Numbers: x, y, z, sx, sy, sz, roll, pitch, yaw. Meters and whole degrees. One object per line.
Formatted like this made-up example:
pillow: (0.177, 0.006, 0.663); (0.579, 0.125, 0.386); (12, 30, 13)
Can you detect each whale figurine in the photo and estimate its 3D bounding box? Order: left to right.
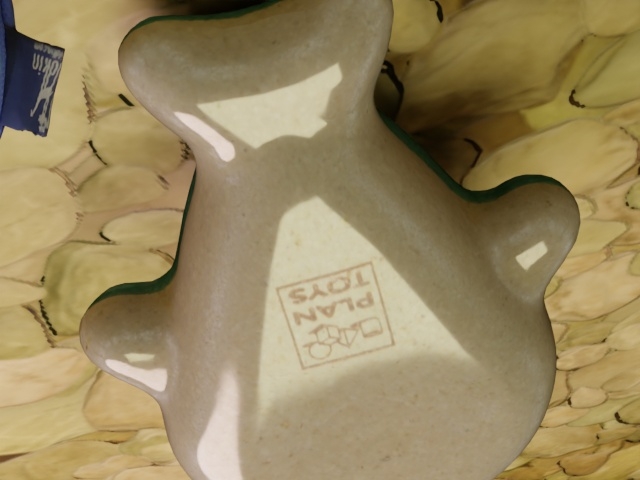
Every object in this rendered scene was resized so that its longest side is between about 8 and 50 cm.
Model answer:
whale figurine: (0.000, 0.000, 0.606); (0.216, 0.141, 0.272); (-16, 127, 4)

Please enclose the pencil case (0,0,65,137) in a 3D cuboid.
pencil case: (-0.220, -0.040, 0.333); (0.306, 0.133, 0.119); (-7, 172, -44)
